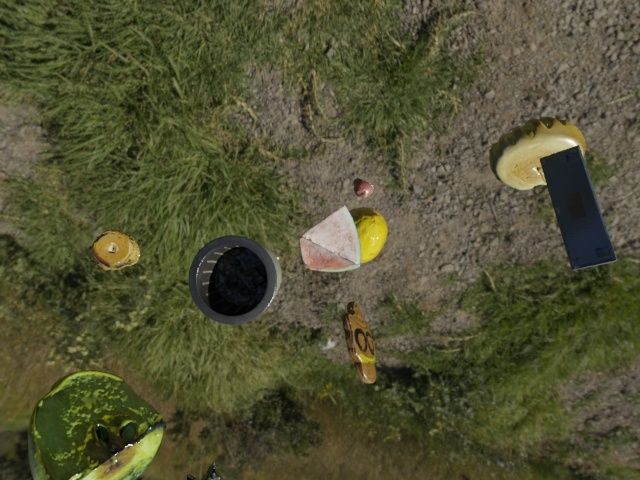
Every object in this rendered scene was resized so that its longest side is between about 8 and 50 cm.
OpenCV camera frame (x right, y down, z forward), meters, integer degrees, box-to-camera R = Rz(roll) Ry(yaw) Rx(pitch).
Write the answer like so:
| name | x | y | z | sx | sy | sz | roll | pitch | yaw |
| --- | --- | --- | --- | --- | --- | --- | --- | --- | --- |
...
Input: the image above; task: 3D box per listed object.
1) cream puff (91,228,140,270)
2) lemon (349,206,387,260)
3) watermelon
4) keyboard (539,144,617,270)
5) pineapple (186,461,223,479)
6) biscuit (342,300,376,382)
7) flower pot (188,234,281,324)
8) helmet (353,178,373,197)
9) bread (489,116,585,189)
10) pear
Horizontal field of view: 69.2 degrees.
| name | x | y | z | sx | sy | sz | roll | pitch | yaw |
| --- | --- | --- | --- | --- | --- | --- | --- | --- | --- |
| cream puff | -0.604 | 0.031 | 1.376 | 0.133 | 0.119 | 0.104 | 9 | 164 | -19 |
| lemon | 0.193 | -0.027 | 2.235 | 0.261 | 0.260 | 0.284 | 2 | 150 | -5 |
| watermelon | 0.009 | -0.018 | 2.039 | 0.283 | 0.250 | 0.292 | -17 | 136 | 20 |
| keyboard | 0.358 | -0.047 | 0.649 | 0.055 | 0.176 | 0.014 | -17 | 156 | 28 |
| pineapple | -0.465 | 0.882 | 1.625 | 0.252 | 0.125 | 0.125 | -17 | 140 | -22 |
| biscuit | 0.144 | 0.347 | 1.611 | 0.041 | 0.290 | 0.208 | -20 | 155 | 20 |
| flower pot | -0.269 | 0.130 | 1.660 | 0.294 | 0.293 | 0.330 | -10 | 178 | 7 |
| helmet | 0.147 | -0.185 | 1.696 | 0.084 | 0.049 | 0.065 | 25 | 145 | 16 |
| bread | 0.520 | -0.217 | 1.129 | 0.214 | 0.104 | 0.213 | 5 | 149 | 3 |
| pear | -0.496 | 0.401 | 0.953 | 0.256 | 0.238 | 0.163 | 33 | 124 | 20 |
